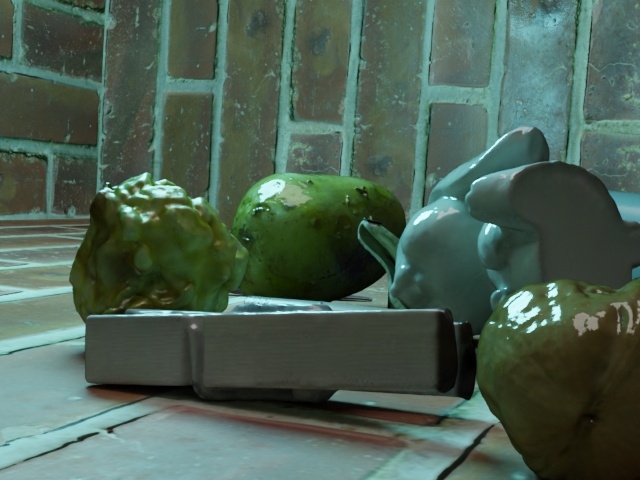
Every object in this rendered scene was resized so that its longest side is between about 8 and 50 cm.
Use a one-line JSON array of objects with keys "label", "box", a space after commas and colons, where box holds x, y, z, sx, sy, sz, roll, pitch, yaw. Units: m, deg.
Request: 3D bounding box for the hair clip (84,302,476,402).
[{"label": "hair clip", "box": [-0.039, 0.097, 0.843, 0.330, 0.085, 0.101, -2, -1, 17]}]

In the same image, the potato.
[{"label": "potato", "box": [0.000, 0.000, 1.421, 0.307, 0.210, 0.173, -10, 32, -41]}]

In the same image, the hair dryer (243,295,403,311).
[{"label": "hair dryer", "box": [-0.005, 0.102, 1.040, 0.195, 0.054, 0.220, 5, 4, 9]}]

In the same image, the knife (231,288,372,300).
[{"label": "knife", "box": [-0.038, 0.087, 1.596, 0.247, 0.018, 0.035, 6, 0, -10]}]

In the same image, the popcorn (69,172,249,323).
[{"label": "popcorn", "box": [-0.173, 0.031, 1.028, 0.167, 0.185, 0.187, 23, -20, 1]}]

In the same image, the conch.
[{"label": "conch", "box": [0.146, 0.076, 1.243, 0.234, 0.137, 0.114, 11, -24, -4]}]

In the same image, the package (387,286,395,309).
[{"label": "package", "box": [0.120, 0.078, 1.425, 0.047, 0.071, 0.131, 2, 5, -2]}]

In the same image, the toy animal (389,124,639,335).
[{"label": "toy animal", "box": [0.195, 0.025, 1.077, 0.206, 0.272, 0.265, -23, 6, -30]}]

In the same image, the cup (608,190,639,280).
[{"label": "cup", "box": [0.581, 0.030, 1.590, 0.312, 0.205, 0.205, 7, 5, 38]}]

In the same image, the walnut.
[{"label": "walnut", "box": [0.181, 0.092, 0.668, 0.166, 0.149, 0.166, 23, 19, -9]}]
